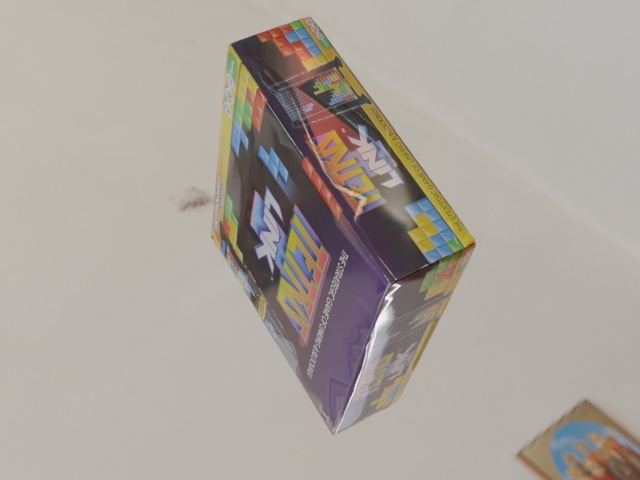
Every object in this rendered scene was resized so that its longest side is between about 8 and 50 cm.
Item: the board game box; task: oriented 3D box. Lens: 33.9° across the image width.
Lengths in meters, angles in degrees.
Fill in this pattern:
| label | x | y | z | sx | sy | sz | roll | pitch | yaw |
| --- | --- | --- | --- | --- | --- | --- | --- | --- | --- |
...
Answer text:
| label | x | y | z | sx | sy | sz | roll | pitch | yaw |
| --- | --- | --- | --- | --- | --- | --- | --- | --- | --- |
| board game box | 0.000 | 0.000 | 0.522 | 0.048 | 0.141 | 0.170 | -23 | -26 | -21 |
